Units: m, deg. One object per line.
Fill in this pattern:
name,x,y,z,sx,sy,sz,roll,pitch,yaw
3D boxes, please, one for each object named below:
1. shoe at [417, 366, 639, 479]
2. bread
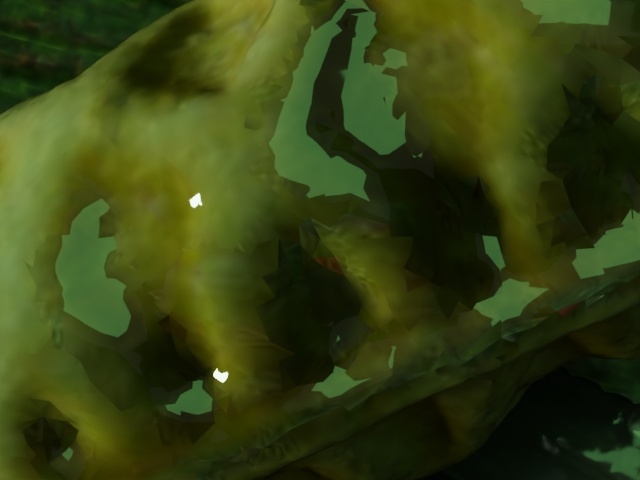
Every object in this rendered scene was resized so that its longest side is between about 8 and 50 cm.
shoe,0.113,0.156,0.474,0.293,0.109,0.149,31,79,8
bread,0.000,0.000,0.417,0.268,0.130,0.152,-28,115,8
